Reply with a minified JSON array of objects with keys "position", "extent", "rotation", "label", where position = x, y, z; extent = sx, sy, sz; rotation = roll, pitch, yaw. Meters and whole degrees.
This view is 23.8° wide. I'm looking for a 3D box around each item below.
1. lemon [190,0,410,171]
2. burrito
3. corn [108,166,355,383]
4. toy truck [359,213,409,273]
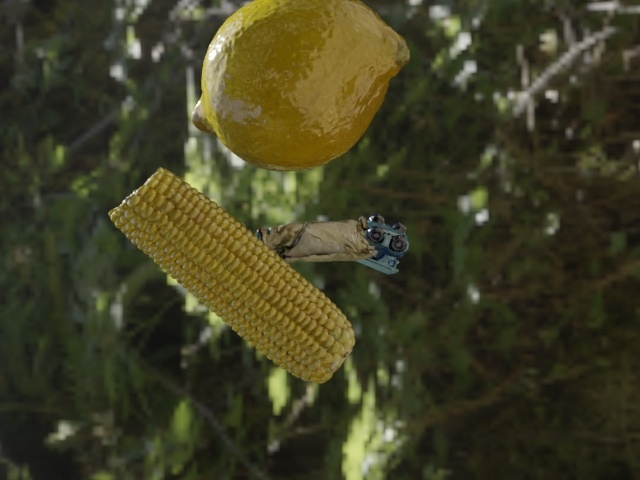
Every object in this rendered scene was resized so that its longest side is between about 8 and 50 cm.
[{"position":[-0.024,-0.168,1.580],"extent":[0.187,0.244,0.187],"rotation":[55,-159,-34],"label":"lemon"},{"position":[-0.001,0.001,1.696],"extent":[0.171,0.042,0.051],"rotation":[-1,-123,-51],"label":"burrito"},{"position":[-0.076,0.032,1.374],"extent":[0.081,0.248,0.081],"rotation":[-49,4,5],"label":"corn"},{"position":[0.071,-0.004,2.379],"extent":[0.063,0.136,0.074],"rotation":[-76,11,-64],"label":"toy truck"}]
